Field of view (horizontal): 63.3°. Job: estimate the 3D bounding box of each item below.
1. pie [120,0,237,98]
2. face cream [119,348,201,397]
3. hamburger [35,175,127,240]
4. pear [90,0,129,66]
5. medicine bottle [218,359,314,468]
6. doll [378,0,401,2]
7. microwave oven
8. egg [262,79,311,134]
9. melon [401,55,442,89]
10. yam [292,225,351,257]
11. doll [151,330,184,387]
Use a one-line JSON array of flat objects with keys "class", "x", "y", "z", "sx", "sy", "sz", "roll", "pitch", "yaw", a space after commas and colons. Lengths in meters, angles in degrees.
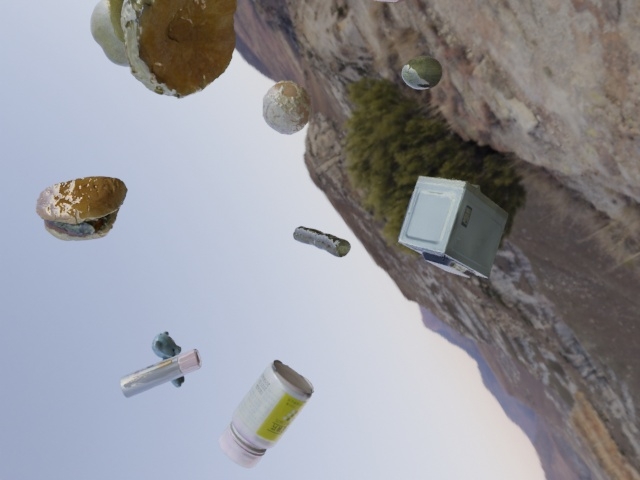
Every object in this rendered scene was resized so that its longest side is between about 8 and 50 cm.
[{"class": "pie", "x": -0.309, "y": -0.487, "z": 1.186, "sx": 0.083, "sy": 0.340, "sz": 0.339, "roll": 26, "pitch": 178, "yaw": 23}, {"class": "face cream", "x": -0.403, "y": 0.335, "z": 1.322, "sx": 0.084, "sy": 0.198, "sz": 0.057, "roll": -175, "pitch": 64, "yaw": -79}, {"class": "hamburger", "x": -0.873, "y": -0.102, "z": 1.909, "sx": 0.162, "sy": 0.329, "sz": 0.209, "roll": 86, "pitch": 164, "yaw": -56}, {"class": "pear", "x": -0.497, "y": -0.531, "z": 1.314, "sx": 0.167, "sy": 0.136, "sz": 0.167, "roll": -1, "pitch": -88, "yaw": -45}, {"class": "medicine bottle", "x": -0.216, "y": 0.677, "z": 2.035, "sx": 0.213, "sy": 0.379, "sz": 0.213, "roll": 36, "pitch": -177, "yaw": -2}, {"class": "doll", "x": 0.180, "y": -0.758, "z": 1.401, "sx": 0.268, "sy": 0.284, "sz": 0.216, "roll": 53, "pitch": 142, "yaw": 42}, {"class": "microwave oven", "x": 0.464, "y": -0.045, "z": 1.834, "sx": 0.218, "sy": 0.286, "sz": 0.355, "roll": 16, "pitch": 176, "yaw": 44}, {"class": "egg", "x": -0.133, "y": -0.527, "z": 2.076, "sx": 0.203, "sy": 0.203, "sz": 0.245, "roll": 59, "pitch": 165, "yaw": 7}, {"class": "melon", "x": 0.305, "y": -0.503, "z": 1.558, "sx": 0.130, "sy": 0.098, "sz": 0.098, "roll": -6, "pitch": -128, "yaw": -28}, {"class": "yam", "x": 0.000, "y": 0.000, "z": 1.575, "sx": 0.061, "sy": 0.061, "sz": 0.253, "roll": 52, "pitch": 163, "yaw": -30}, {"class": "doll", "x": -0.459, "y": 0.367, "z": 1.617, "sx": 0.180, "sy": 0.075, "sz": 0.120, "roll": 61, "pitch": -178, "yaw": -8}]
